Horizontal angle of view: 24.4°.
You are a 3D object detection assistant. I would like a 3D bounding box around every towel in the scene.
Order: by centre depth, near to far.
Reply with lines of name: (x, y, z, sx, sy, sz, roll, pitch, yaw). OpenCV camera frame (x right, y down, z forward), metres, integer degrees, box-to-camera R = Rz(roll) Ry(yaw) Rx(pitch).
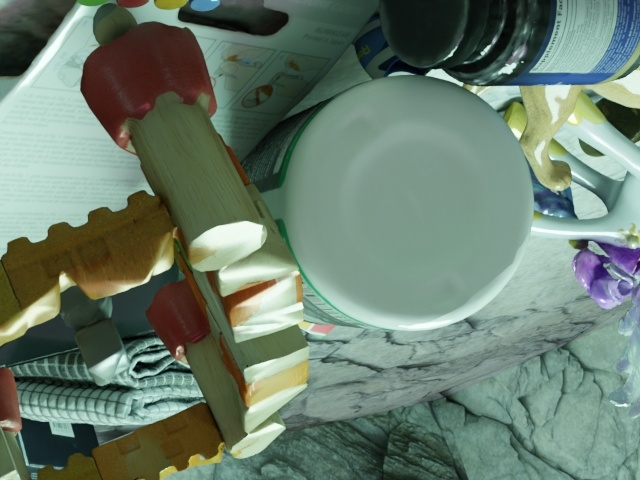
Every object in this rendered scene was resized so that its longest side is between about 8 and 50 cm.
towel: (-0.243, 0.172, 1.967, 0.235, 0.121, 0.283, -3, 179, 36)

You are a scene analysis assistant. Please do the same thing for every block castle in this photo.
block castle: (-0.189, 0.040, 1.108, 0.303, 0.213, 0.453, -23, 155, -10)

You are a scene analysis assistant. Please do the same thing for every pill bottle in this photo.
pill bottle: (0.156, -0.181, 1.157, 0.219, 0.123, 0.123, -6, 163, -41)
pill bottle: (0.030, -0.025, 1.305, 0.204, 0.204, 0.361, -14, -178, -14)

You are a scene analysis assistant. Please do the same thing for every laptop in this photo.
laptop: (-0.306, 0.065, 1.821, 0.234, 0.136, 0.264, -13, -168, -19)

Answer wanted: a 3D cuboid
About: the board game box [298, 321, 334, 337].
board game box: (0.049, 0.009, 1.768, 0.259, 0.039, 0.124, -44, 136, 16)

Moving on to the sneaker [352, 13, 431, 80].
sneaker: (0.098, -0.171, 1.265, 0.144, 0.059, 0.053, -17, 165, -5)

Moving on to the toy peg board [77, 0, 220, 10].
toy peg board: (-0.067, -0.185, 0.881, 0.161, 0.079, 0.160, -22, 158, 33)

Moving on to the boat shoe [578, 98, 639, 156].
boat shoe: (0.372, -0.147, 1.717, 0.060, 0.064, 0.178, -5, 160, -37)

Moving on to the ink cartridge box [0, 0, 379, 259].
ink cartridge box: (-0.175, -0.109, 1.196, 0.385, 0.091, 0.308, -45, 154, 29)

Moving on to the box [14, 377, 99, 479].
box: (-0.521, 0.293, 2.118, 0.312, 0.179, 0.343, -20, 167, 5)

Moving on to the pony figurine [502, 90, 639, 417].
pony figurine: (0.356, -0.027, 1.626, 0.363, 0.303, 0.351, 22, 135, -8)

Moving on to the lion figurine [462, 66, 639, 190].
lion figurine: (0.290, -0.168, 1.351, 0.392, 0.142, 0.240, -9, 143, -9)
